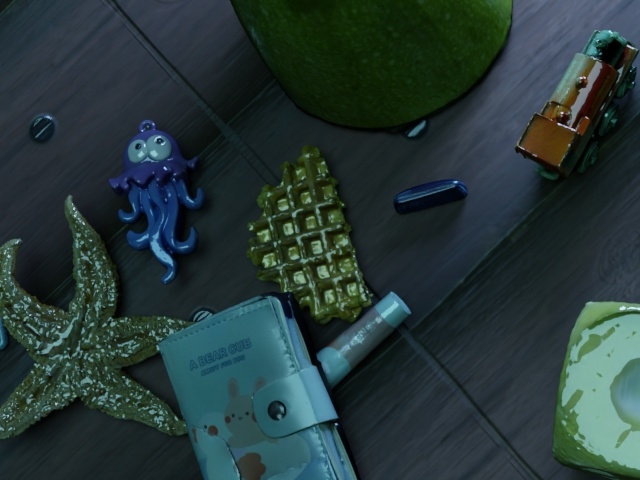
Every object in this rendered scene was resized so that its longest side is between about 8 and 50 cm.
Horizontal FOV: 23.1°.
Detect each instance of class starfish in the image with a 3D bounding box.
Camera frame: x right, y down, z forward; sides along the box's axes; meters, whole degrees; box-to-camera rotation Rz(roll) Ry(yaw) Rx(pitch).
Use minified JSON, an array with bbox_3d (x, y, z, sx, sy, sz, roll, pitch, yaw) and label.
[{"bbox_3d":[-0.257,0.116,1.818,0.302,0.060,0.299,19,76,8],"label":"starfish"}]

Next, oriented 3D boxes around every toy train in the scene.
[{"bbox_3d":[0.280,-0.147,1.675,0.074,0.118,0.176,30,90,18],"label":"toy train"}]

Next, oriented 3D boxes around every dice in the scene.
[{"bbox_3d":[0.330,0.159,1.563,0.166,0.169,0.169,11,81,19],"label":"dice"}]

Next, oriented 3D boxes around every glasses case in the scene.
[{"bbox_3d":[0.121,-0.053,1.749,0.083,0.033,0.023,-16,63,13],"label":"glasses case"}]

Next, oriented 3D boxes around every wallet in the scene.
[{"bbox_3d":[-0.067,0.195,1.715,0.176,0.075,0.250,-25,78,22],"label":"wallet"}]

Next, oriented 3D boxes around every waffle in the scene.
[{"bbox_3d":[0.000,0.000,1.769,0.192,0.046,0.160,39,92,20],"label":"waffle"}]

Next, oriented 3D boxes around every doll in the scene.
[{"bbox_3d":[-0.187,-0.048,1.824,0.110,0.067,0.206,-13,72,1],"label":"doll"}]

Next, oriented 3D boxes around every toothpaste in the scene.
[{"bbox_3d":[0.014,0.137,1.741,0.205,0.036,0.056,-42,67,10],"label":"toothpaste"}]

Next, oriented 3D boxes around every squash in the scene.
[{"bbox_3d":[0.034,-0.302,1.686,0.310,0.309,0.310,-4,77,15],"label":"squash"}]

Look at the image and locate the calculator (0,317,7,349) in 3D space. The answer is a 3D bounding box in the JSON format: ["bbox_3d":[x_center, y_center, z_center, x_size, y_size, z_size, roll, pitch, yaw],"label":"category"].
[{"bbox_3d":[-0.422,0.074,1.899,0.094,0.019,0.141,-20,73,15],"label":"calculator"}]
